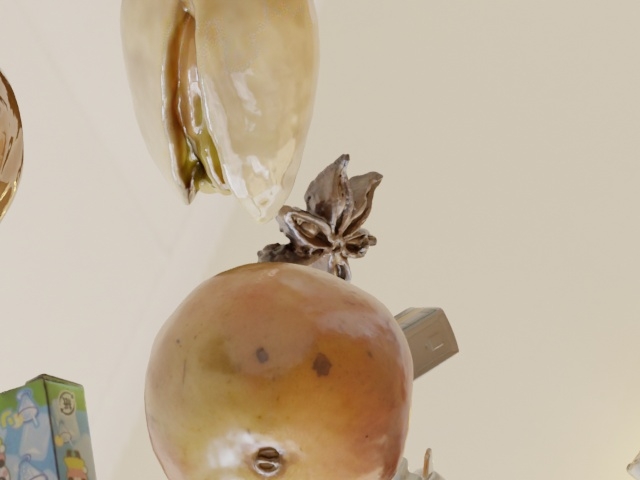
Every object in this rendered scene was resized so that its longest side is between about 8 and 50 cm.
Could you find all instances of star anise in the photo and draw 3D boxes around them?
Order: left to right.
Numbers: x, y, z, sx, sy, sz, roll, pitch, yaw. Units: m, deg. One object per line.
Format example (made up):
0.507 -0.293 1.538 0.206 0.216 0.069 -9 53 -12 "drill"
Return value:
0.006 -0.016 1.902 0.208 0.063 0.172 20 -83 -58 "star anise"

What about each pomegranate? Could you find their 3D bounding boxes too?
-0.029 0.107 1.127 0.191 0.191 0.191 -24 -64 -61 "pomegranate"

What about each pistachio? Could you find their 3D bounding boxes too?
-0.090 -0.168 1.585 0.187 0.187 0.299 -48 -36 -51 "pistachio"

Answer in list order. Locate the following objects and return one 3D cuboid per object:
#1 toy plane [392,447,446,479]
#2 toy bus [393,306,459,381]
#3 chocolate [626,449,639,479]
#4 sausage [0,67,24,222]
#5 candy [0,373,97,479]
0.097 0.347 1.925 0.244 0.117 0.245 5 -90 -76 "toy plane"
0.038 0.112 1.431 0.172 0.072 0.057 -29 -79 -35 "toy bus"
0.462 0.305 1.950 0.086 0.219 0.085 -49 -9 -11 "chocolate"
-0.227 -0.061 0.877 0.241 0.120 0.136 76 -165 -73 "sausage"
-0.246 0.223 1.457 0.062 0.097 0.194 22 -128 -57 "candy"
